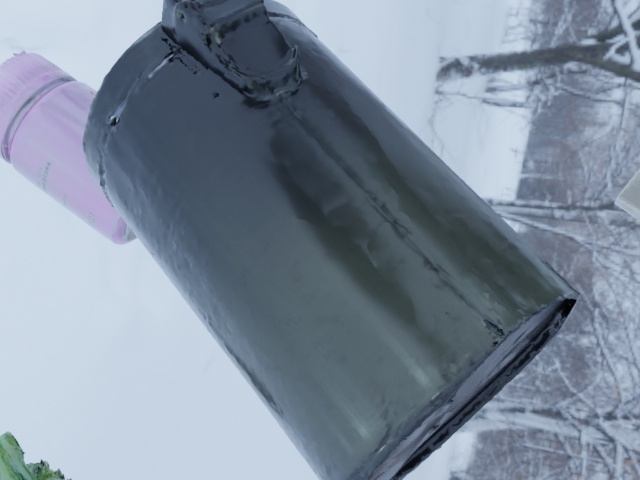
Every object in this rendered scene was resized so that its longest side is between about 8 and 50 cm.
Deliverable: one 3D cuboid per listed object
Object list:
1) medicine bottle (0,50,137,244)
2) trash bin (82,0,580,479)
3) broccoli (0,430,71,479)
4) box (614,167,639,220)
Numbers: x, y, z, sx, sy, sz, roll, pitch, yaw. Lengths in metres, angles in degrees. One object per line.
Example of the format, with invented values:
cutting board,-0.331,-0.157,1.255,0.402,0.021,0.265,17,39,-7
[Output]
medicine bottle,-0.374,-0.143,1.008,0.178,0.290,0.178,-54,177,-4
trash bin,0.000,0.000,0.444,0.203,0.301,0.252,-30,156,-25
broccoli,-0.372,0.333,0.817,0.219,0.194,0.194,174,-76,-82
box,0.692,-0.039,1.024,0.205,0.365,0.051,-51,158,1
